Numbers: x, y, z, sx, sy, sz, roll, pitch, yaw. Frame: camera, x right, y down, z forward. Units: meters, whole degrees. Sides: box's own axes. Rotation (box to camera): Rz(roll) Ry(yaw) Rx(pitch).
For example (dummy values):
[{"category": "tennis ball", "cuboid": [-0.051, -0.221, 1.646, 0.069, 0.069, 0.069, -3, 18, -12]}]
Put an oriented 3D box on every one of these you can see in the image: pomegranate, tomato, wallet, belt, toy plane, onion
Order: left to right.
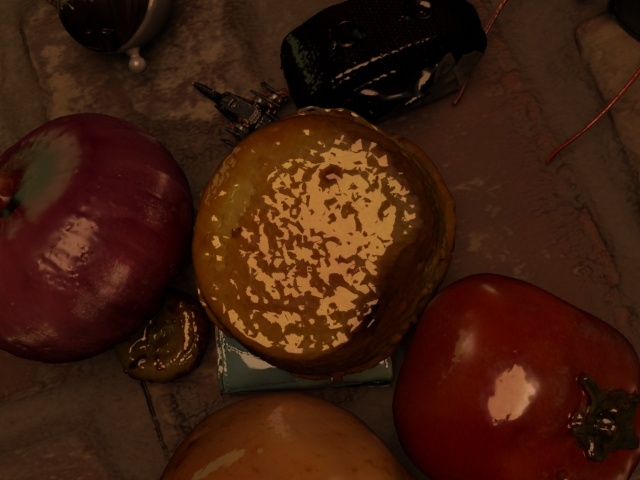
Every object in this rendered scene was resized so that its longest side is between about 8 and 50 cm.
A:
[{"category": "onion", "cuboid": [-0.346, -0.023, 1.368, 0.358, 0.345, 0.358, -4, 49, 5]}, {"category": "toy plane", "cuboid": [-0.124, -0.198, 1.520, 0.189, 0.061, 0.130, 33, 86, 11]}, {"category": "pomegranate", "cuboid": [-0.030, 0.381, 1.246, 0.411, 0.411, 0.412, -1, 79, 6]}, {"category": "wallet", "cuboid": [-0.024, 0.128, 1.442, 0.250, 0.075, 0.176, -4, 83, 5]}, {"category": "belt", "cuboid": [0.094, -0.254, 1.440, 0.289, 0.184, 0.164, -23, 66, 1]}, {"category": "tomato", "cuboid": [0.251, 0.199, 1.272, 0.325, 0.289, 0.293, 16, 84, -36]}]

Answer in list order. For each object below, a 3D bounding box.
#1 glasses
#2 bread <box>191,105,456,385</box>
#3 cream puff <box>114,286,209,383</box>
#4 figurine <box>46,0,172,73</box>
[{"category": "glasses", "cuboid": [0.343, -0.269, 1.451, 0.234, 0.118, 0.268, 35, 85, 10]}, {"category": "bread", "cuboid": [0.001, -0.003, 1.316, 0.336, 0.204, 0.358, 28, 87, 5]}, {"category": "cream puff", "cuboid": [-0.229, 0.137, 1.460, 0.148, 0.084, 0.149, -2, 80, 11]}, {"category": "figurine", "cuboid": [-0.313, -0.439, 1.542, 0.281, 0.167, 0.370, -18, 64, 37]}]
